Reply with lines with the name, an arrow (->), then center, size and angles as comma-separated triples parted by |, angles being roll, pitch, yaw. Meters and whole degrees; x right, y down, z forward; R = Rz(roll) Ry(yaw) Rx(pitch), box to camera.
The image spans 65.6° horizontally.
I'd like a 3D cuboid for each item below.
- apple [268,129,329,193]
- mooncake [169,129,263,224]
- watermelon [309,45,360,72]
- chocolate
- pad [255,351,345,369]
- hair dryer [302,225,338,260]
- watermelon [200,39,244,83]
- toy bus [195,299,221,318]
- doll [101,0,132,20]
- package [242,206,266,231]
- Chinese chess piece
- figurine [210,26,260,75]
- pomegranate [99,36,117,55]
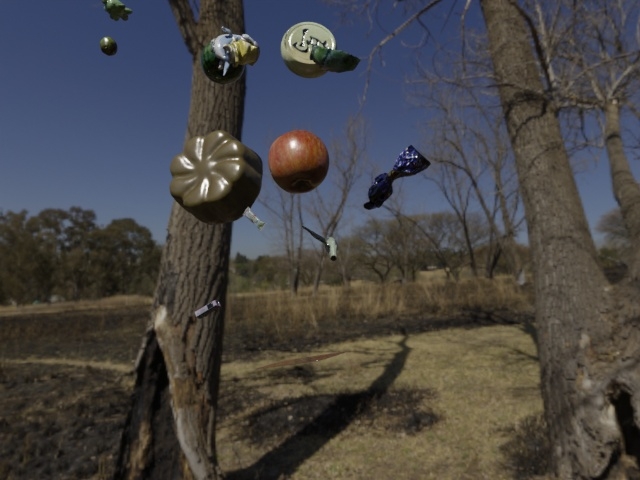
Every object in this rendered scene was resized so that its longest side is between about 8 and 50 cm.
apple -> -0.066, -0.239, 1.531 | 0.188, 0.174, 0.188 | -7, -28, -4
mooncake -> -0.425, -0.257, 2.008 | 0.378, 0.378, 0.201 | -3, -20, 25
watermelon -> 0.044, -0.652, 1.836 | 0.187, 0.071, 0.139 | 10, 3, -14
chocolate -> 0.307, -0.266, 2.133 | 0.343, 0.126, 0.148 | -41, -15, 8
pad -> -0.064, 0.391, 1.617 | 0.267, 0.004, 0.181 | -15, -9, 29
hair dryer -> 0.011, 0.015, 2.281 | 0.199, 0.067, 0.167 | 29, 22, -35
watermelon -> -0.418, -0.758, 2.129 | 0.188, 0.214, 0.188 | 2, -26, 1
toy bus -> -0.575, 0.352, 2.532 | 0.131, 0.037, 0.052 | -31, -31, 4
doll -> -0.854, -0.957, 2.090 | 0.115, 0.077, 0.150 | 7, 1, -7
package -> -0.238, -0.077, 1.794 | 0.110, 0.037, 0.015 | 41, 11, 25
Chinese chess piece -> -0.050, -0.838, 2.185 | 0.250, 0.250, 0.101 | 0, -18, -8
figurine -> -0.324, -0.709, 1.866 | 0.184, 0.208, 0.128 | 14, -40, -8
pomegranate -> -0.872, -0.801, 2.059 | 0.073, 0.073, 0.084 | -2, 2, 16
